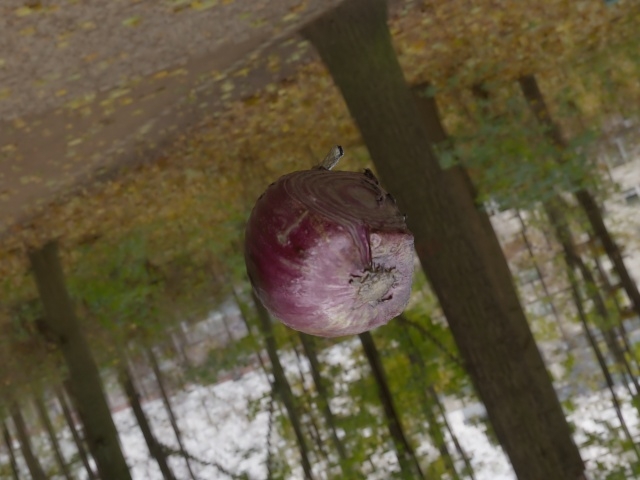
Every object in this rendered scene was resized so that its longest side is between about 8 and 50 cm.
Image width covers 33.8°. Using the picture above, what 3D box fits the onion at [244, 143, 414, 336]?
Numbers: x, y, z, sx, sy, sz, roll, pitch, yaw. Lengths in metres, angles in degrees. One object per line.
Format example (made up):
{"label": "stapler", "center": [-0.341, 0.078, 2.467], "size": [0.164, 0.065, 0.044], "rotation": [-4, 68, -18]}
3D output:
{"label": "onion", "center": [0.004, 0.021, 1.527], "size": [0.230, 0.256, 0.272], "rotation": [-16, -163, -20]}
